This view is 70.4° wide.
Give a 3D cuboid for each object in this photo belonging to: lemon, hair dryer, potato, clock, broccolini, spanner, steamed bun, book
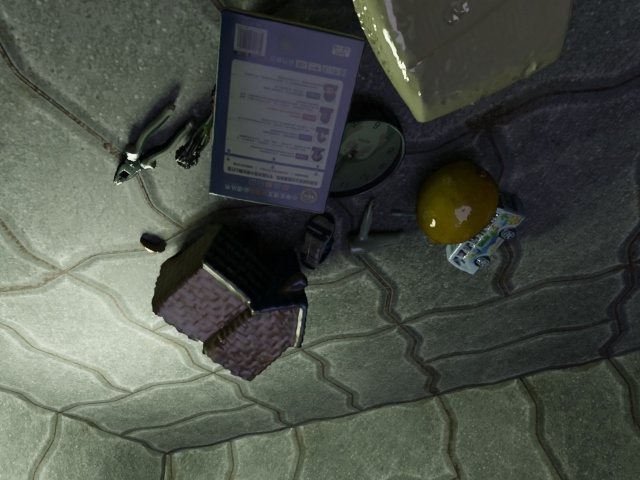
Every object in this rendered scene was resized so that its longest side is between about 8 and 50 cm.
[{"bbox_3d":[0.406,-0.111,1.366,0.236,0.235,0.263,29,135,-34],"label":"lemon"},{"bbox_3d":[0.193,-0.056,1.546,0.207,0.075,0.237,-10,132,-6],"label":"hair dryer"},{"bbox_3d":[-0.583,0.028,1.553,0.093,0.037,0.036,29,133,-35],"label":"potato"},{"bbox_3d":[0.082,-0.233,1.255,0.319,0.066,0.318,-13,149,-8],"label":"clock"},{"bbox_3d":[-0.315,-0.266,1.199,0.203,0.091,0.068,-39,96,31],"label":"broccolini"},{"bbox_3d":[-0.469,-0.248,1.238,0.325,0.040,0.096,-33,132,27],"label":"spanner"},{"bbox_3d":[0.244,-0.490,0.850,0.372,0.289,0.455,-27,131,6],"label":"steamed bun"},{"bbox_3d":[-0.091,-0.266,1.027,0.300,0.039,0.427,10,125,-6],"label":"book"}]

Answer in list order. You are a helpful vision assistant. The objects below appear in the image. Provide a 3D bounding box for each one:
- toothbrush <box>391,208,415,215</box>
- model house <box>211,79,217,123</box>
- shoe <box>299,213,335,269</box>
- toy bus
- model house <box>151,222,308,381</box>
[{"bbox_3d":[0.345,-0.088,1.546,0.220,0.019,0.016,3,141,-11],"label":"toothbrush"},{"bbox_3d":[-0.158,-0.309,1.126,0.244,0.169,0.326,26,126,-22],"label":"model house"},{"bbox_3d":[0.000,0.000,1.557,0.092,0.106,0.207,32,121,20],"label":"shoe"},{"bbox_3d":[0.568,-0.020,1.591,0.136,0.109,0.329,15,136,-9],"label":"toy bus"},{"bbox_3d":[-0.253,0.147,1.527,0.400,0.395,0.445,-40,117,16],"label":"model house"}]
